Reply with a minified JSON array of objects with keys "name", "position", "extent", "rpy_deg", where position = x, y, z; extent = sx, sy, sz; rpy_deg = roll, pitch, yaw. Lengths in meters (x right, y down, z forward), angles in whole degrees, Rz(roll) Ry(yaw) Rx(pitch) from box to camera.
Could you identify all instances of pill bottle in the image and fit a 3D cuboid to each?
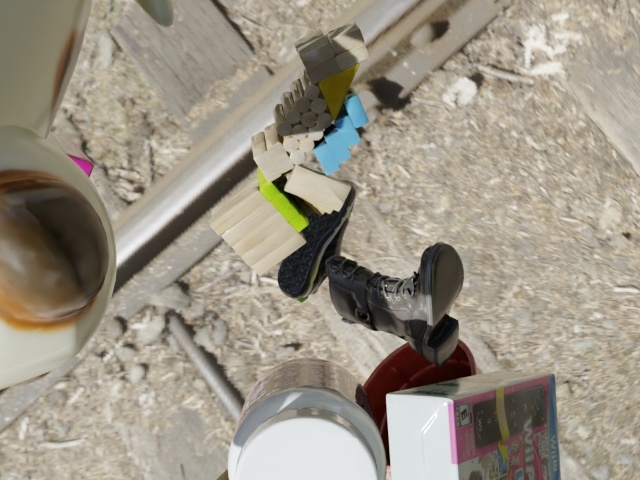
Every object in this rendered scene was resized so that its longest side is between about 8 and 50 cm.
[{"name":"pill bottle","position":[-0.020,0.311,1.395],"extent":[0.224,0.392,0.223],"rpy_deg":[0,92,0]}]

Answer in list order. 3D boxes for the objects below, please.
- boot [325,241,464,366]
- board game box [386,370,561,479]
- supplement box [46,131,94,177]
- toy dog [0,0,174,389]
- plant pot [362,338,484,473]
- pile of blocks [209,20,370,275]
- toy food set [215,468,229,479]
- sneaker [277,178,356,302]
[{"name":"boot","position":[0.101,0.076,1.466],"extent":[0.229,0.091,0.262],"rpy_deg":[25,139,29]},{"name":"board game box","position":[0.206,0.291,1.201],"extent":[0.098,0.303,0.223],"rpy_deg":[-5,86,34]},{"name":"supplement box","position":[-0.351,-0.070,0.914],"extent":[0.114,0.220,0.111],"rpy_deg":[38,107,59]},{"name":"toy dog","position":[-0.287,-0.080,0.704],"extent":[0.284,0.396,0.407],"rpy_deg":[-39,61,45]},{"name":"plant pot","position":[0.242,0.352,1.696],"extent":[0.272,0.265,0.272],"rpy_deg":[-34,32,25]},{"name":"pile of blocks","position":[-0.023,-0.130,1.282],"extent":[0.149,0.112,0.362],"rpy_deg":[24,111,-17]},{"name":"toy food set","position":[-0.150,0.552,1.871],"extent":[0.192,0.132,0.038],"rpy_deg":[32,132,22]},{"name":"sneaker","position":[0.000,0.000,1.650],"extent":[0.084,0.097,0.234],"rpy_deg":[34,102,29]}]
